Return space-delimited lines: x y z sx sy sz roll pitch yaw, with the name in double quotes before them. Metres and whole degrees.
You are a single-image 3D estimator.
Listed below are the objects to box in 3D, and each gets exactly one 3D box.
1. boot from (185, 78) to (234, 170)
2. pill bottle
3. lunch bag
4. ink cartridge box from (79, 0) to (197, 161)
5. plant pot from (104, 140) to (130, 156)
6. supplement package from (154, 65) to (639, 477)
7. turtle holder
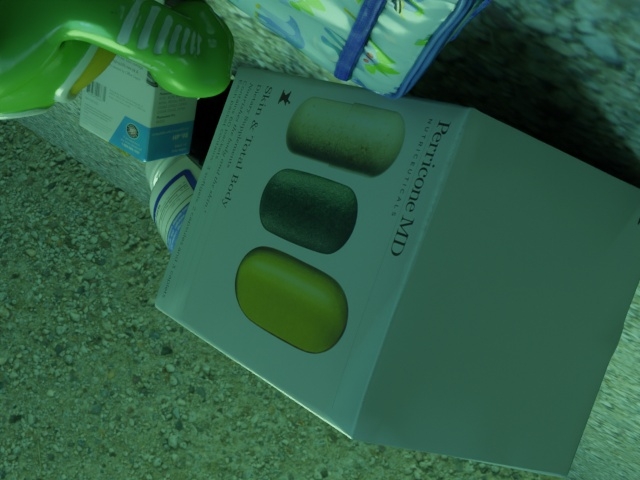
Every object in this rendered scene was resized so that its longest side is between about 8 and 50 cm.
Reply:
"boot" 0.001 0.000 1.113 0.445 0.146 0.367 38 164 -31
"pill bottle" -0.145 -0.027 1.346 0.152 0.152 0.272 46 -173 -50
"lunch bag" 0.007 -0.158 0.480 0.176 0.090 0.219 33 172 -3
"ink cartridge box" -0.163 -0.177 0.906 0.104 0.180 0.060 30 -150 32
"plant pot" -0.287 -0.175 1.469 0.081 0.083 0.081 35 171 0
"supplement package" 0.051 0.012 0.684 0.198 0.199 0.263 18 -177 -37
"turtle holder" -0.237 -0.215 0.762 0.320 0.243 0.227 -8 176 13
